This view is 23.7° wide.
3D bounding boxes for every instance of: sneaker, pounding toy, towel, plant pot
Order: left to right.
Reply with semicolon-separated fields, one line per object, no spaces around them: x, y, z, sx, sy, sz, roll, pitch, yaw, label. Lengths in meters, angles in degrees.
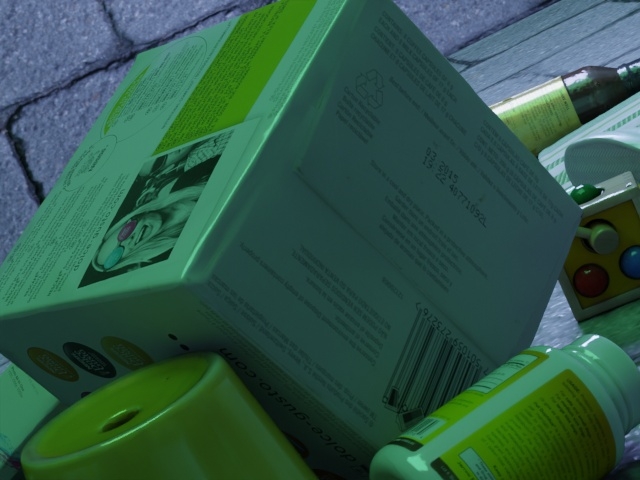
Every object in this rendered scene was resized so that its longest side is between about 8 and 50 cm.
-0.096;0.223;1.120;0.254;0.239;0.254;-25;12;6;plant pot
0.274;0.000;1.547;0.130;0.141;0.100;-23;13;12;pounding toy
0.399;-0.129;2.022;0.248;0.038;0.325;-32;9;12;towel
0.438;-0.102;1.770;0.169;0.108;0.292;-31;23;-33;sneaker

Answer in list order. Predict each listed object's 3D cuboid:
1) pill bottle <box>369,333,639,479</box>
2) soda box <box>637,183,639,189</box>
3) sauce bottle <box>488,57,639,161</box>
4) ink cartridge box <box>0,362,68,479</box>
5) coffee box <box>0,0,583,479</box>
0.151;0.160;1.176;0.215;0.117;0.117;-31;13;-24;pill bottle
0.370;-0.020;1.640;0.061;0.058;0.181;-29;12;-15;soda box
0.362;-0.188;2.241;0.344;0.111;0.111;-23;12;12;sauce bottle
-0.275;0.212;1.483;0.212;0.154;0.093;-48;49;9;ink cartridge box
-0.035;0.025;1.358;0.334;0.337;0.338;-11;43;47;coffee box
